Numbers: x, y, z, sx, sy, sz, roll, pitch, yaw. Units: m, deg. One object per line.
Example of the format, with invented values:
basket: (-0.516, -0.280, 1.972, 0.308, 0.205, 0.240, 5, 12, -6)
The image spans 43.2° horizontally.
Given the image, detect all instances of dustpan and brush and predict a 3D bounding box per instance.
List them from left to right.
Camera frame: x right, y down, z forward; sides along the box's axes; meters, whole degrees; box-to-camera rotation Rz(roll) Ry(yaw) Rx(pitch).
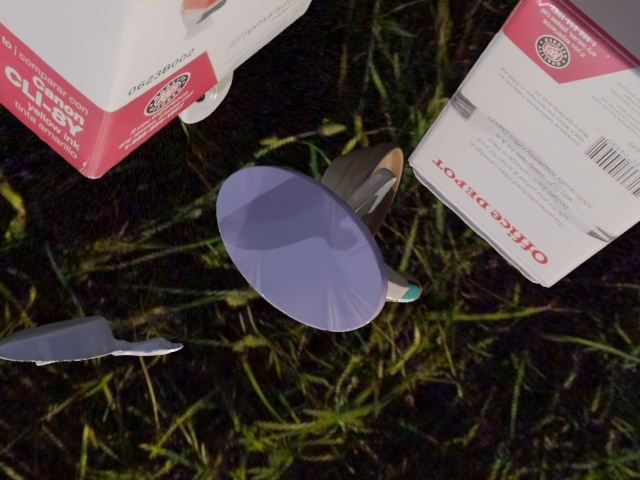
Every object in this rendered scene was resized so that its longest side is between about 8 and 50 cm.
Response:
dustpan and brush: (-0.277, 0.126, 0.990, 0.211, 0.147, 0.060, -11, 93, -1)

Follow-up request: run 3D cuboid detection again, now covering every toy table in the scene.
toy table: (0.000, 0.000, 1.150, 0.252, 0.161, 0.274, -42, 80, 22)

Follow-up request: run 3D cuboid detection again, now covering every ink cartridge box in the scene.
ink cartridge box: (-0.073, -0.251, 0.492, 0.160, 0.384, 0.279, 43, 56, 1)
ink cartridge box: (0.181, -0.080, 0.591, 0.158, 0.218, 0.092, 44, 59, 6)

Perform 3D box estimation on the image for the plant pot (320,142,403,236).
plant pot: (0.067, -0.098, 1.633, 0.110, 0.237, 0.237, 25, 98, 19)

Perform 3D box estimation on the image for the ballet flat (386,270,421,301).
ballet flat: (0.104, 0.091, 1.741, 0.232, 0.073, 0.080, 10, 118, -21)

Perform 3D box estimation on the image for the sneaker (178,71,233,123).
sneaker: (-0.185, -0.285, 1.179, 0.079, 0.121, 0.217, -22, 153, -38)
